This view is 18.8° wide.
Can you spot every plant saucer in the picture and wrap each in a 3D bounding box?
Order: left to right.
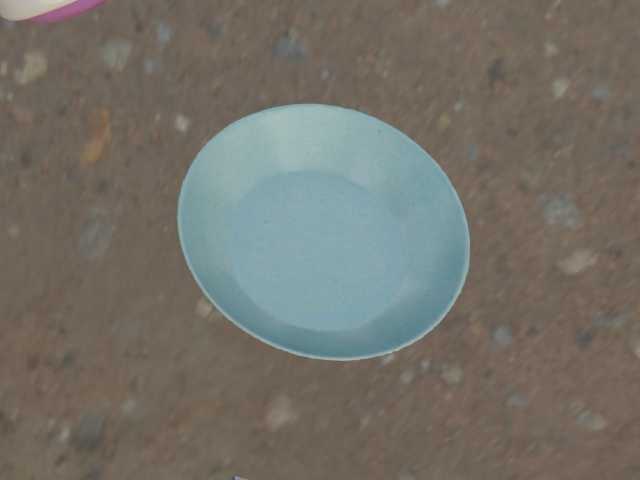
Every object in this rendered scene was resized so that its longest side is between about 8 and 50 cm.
[{"bbox_3d":[0.000,0.000,1.269,0.195,0.037,0.195,6,58,-9],"label":"plant saucer"}]

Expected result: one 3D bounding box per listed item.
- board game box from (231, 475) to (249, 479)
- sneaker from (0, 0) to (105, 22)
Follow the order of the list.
[{"bbox_3d":[-0.106,0.414,1.739,0.066,0.318,0.318,19,101,-5],"label":"board game box"},{"bbox_3d":[-0.142,-0.239,0.971,0.114,0.152,0.305,-23,35,8],"label":"sneaker"}]
